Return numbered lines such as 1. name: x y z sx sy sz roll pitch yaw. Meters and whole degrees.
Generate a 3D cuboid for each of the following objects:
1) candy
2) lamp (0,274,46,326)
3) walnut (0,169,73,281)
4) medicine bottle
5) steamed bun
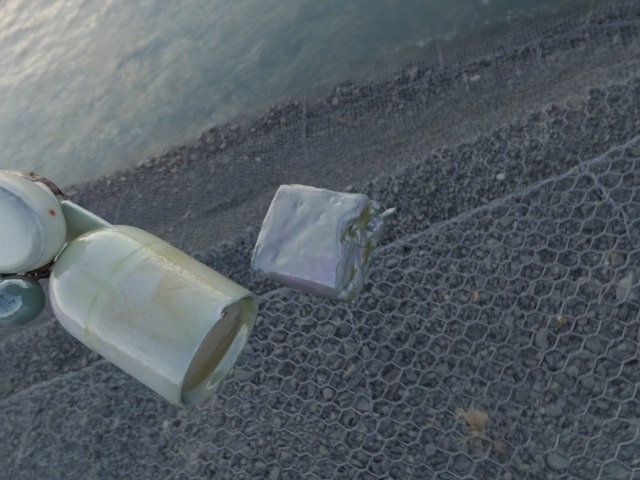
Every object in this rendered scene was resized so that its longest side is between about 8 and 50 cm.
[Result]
1. candy: 0.000 0.000 0.831 0.195 0.137 0.185 12 74 34
2. lamp: -0.611 0.121 0.993 0.105 0.105 0.105 -10 60 18
3. walnut: -0.680 -0.018 1.126 0.244 0.221 0.269 -50 53 32
4. medicine bottle: -0.344 0.107 0.922 0.405 0.236 0.236 28 77 15
5. steamed bun: -0.558 -0.036 0.881 0.227 0.131 0.177 11 107 7
